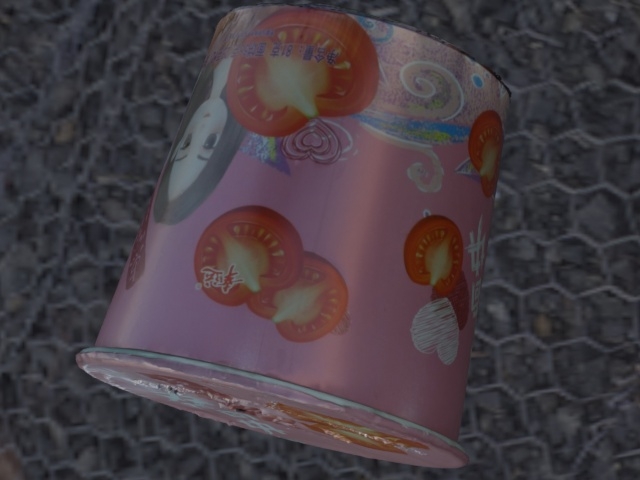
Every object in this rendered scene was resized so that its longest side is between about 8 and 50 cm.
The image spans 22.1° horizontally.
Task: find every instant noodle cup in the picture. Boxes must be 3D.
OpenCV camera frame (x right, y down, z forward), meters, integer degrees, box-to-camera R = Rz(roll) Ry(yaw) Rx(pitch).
[{"bbox_3d":[0.000,0.000,0.999,0.243,0.243,0.231,7,75,36],"label":"instant noodle cup"}]
